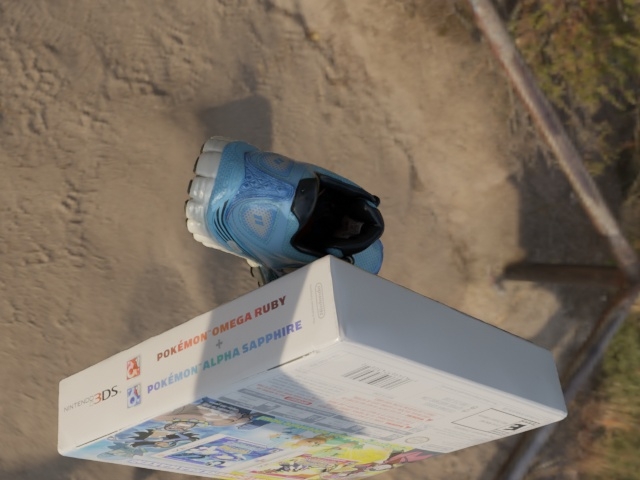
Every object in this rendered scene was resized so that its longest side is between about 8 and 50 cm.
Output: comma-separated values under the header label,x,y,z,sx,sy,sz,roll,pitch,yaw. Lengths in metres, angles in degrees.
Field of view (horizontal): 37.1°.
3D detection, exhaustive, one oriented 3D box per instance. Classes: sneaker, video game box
label,x,y,z,sx,sy,sz,roll,pitch,yaw
sneaker,0.000,0.000,0.474,0.162,0.073,0.063,27,76,-63
video game box,0.000,0.085,0.508,0.205,0.187,0.048,25,47,-46
